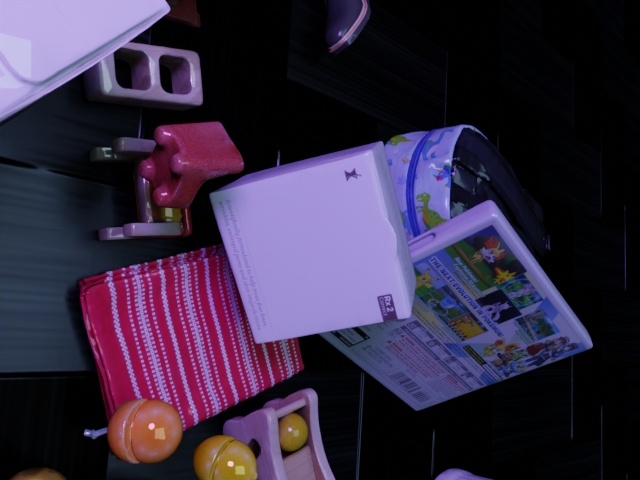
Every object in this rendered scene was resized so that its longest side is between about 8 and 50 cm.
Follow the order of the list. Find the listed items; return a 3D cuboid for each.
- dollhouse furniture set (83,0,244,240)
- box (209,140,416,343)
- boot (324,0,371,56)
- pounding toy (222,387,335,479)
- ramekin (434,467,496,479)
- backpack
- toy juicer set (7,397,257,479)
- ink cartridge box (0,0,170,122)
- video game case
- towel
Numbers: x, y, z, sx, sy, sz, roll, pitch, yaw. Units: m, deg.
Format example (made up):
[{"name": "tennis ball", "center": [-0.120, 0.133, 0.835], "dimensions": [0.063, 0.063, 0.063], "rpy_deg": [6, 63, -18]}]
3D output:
[{"name": "dollhouse furniture set", "center": [-0.129, -0.193, 0.575], "dimensions": [0.152, 0.201, 0.373], "rpy_deg": [-7, 91, -45]}, {"name": "box", "center": [0.000, 0.000, 0.641], "dimensions": [0.119, 0.182, 0.180], "rpy_deg": [-51, 127, -71]}, {"name": "boot", "center": [0.006, -0.374, 0.822], "dimensions": [0.137, 0.077, 0.197], "rpy_deg": [35, 50, -33]}, {"name": "pounding toy", "center": [-0.051, 0.320, 0.648], "dimensions": [0.155, 0.154, 0.269], "rpy_deg": [-12, 95, -45]}, {"name": "ramekin", "center": [0.279, 0.536, 0.951], "dimensions": [0.277, 0.135, 0.277], "rpy_deg": [12, 74, -48]}, {"name": "backpack", "center": [0.207, -0.020, 0.885], "dimensions": [0.355, 0.274, 0.290], "rpy_deg": [45, 57, -59]}, {"name": "toy juicer set", "center": [-0.129, 0.301, 0.549], "dimensions": [0.209, 0.089, 0.329], "rpy_deg": [-40, 90, -30]}, {"name": "ink cartridge box", "center": [-0.267, -0.172, 0.414], "dimensions": [0.168, 0.233, 0.171], "rpy_deg": [-52, 122, -33]}, {"name": "video game case", "center": [0.179, 0.117, 0.805], "dimensions": [0.329, 0.300, 0.036], "rpy_deg": [44, 30, -33]}, {"name": "towel", "center": [-0.134, 0.110, 0.669], "dimensions": [0.275, 0.031, 0.198], "rpy_deg": [-16, 99, -44]}]
